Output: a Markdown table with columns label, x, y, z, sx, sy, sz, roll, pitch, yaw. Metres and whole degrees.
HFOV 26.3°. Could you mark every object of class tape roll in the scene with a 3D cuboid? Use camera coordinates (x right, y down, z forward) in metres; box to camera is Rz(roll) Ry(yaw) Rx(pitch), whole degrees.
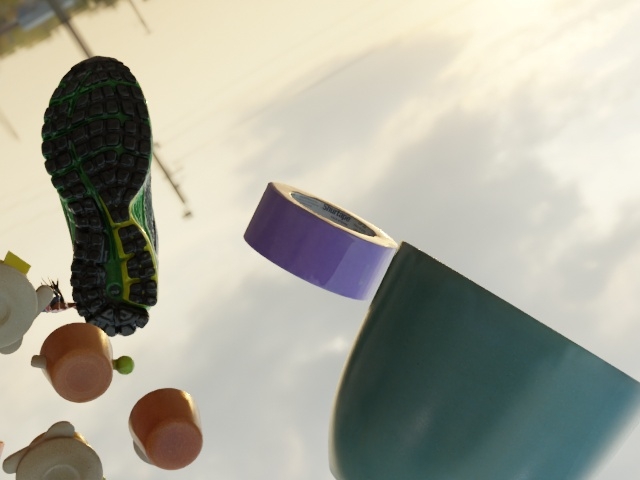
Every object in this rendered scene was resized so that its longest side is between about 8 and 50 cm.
| label | x | y | z | sx | sy | sz | roll | pitch | yaw |
| --- | --- | --- | --- | --- | --- | --- | --- | --- | --- |
| tape roll | 0.000 | 0.000 | 1.779 | 0.080 | 0.189 | 0.189 | -63 | -169 | 10 |

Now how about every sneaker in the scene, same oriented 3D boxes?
| label | x | y | z | sx | sy | sz | roll | pitch | yaw |
| --- | --- | --- | --- | --- | --- | --- | --- | --- | --- |
| sneaker | -0.271 | -0.058 | 1.710 | 0.134 | 0.343 | 0.146 | -2 | -174 | -4 |

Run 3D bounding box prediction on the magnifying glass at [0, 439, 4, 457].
| label | x | y | z | sx | sy | sz | roll | pitch | yaw |
| --- | --- | --- | --- | --- | --- | --- | --- | --- | --- |
| magnifying glass | -0.392 | 0.329 | 1.503 | 0.092 | 0.026 | 0.231 | 22 | 86 | -80 |

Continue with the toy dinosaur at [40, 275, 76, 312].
| label | x | y | z | sx | sy | sz | roll | pitch | yaw |
| --- | --- | --- | --- | --- | --- | --- | --- | --- | --- |
| toy dinosaur | -0.322 | 0.073 | 1.676 | 0.047 | 0.090 | 0.082 | -68 | -158 | 8 |

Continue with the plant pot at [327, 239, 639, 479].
| label | x | y | z | sx | sy | sz | roll | pitch | yaw |
| --- | --- | --- | --- | --- | --- | --- | --- | --- | --- |
| plant pot | 0.143 | 0.173 | 1.341 | 0.235 | 0.293 | 0.293 | -58 | -164 | 1 |

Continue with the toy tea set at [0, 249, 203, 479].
| label | x | y | z | sx | sy | sz | roll | pitch | yaw |
| --- | --- | --- | --- | --- | --- | --- | --- | --- | --- |
| toy tea set | -0.276 | 0.148 | 1.363 | 0.200 | 0.336 | 0.124 | -48 | -154 | 3 |
